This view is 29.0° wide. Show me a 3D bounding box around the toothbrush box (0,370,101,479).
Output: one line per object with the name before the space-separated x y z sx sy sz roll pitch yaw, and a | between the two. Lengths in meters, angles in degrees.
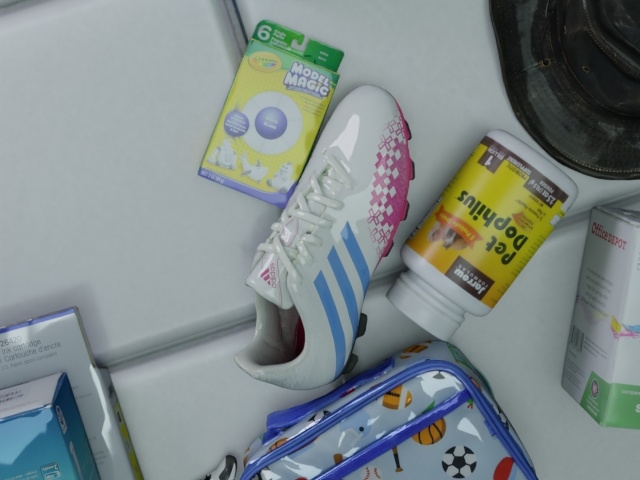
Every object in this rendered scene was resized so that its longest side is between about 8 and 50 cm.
toothbrush box | -0.322 0.311 1.249 0.216 0.126 0.295 -17 100 -2

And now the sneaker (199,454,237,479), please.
sneaker | -0.129 0.282 1.367 0.043 0.040 0.109 31 95 -6

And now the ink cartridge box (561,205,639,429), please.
ink cartridge box | 0.333 0.079 1.309 0.093 0.154 0.212 5 98 -5

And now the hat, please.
hat | 0.338 -0.219 1.272 0.331 0.134 0.331 -1 100 -5

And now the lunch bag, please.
lunch bag | 0.065 0.258 1.325 0.303 0.115 0.243 -32 103 9

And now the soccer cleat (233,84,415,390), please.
soccer cleat | 0.000 0.000 1.271 0.143 0.116 0.331 4 102 -43

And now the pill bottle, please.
pill bottle | 0.165 -0.002 1.303 0.117 0.117 0.215 36 95 -9

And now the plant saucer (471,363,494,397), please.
plant saucer | 0.134 0.185 1.380 0.119 0.021 0.119 -1 99 -3

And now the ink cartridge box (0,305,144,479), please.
ink cartridge box | -0.356 0.248 1.334 0.303 0.072 0.307 -15 98 0

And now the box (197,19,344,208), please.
box | -0.050 -0.134 1.305 0.105 0.043 0.179 21 95 -8
